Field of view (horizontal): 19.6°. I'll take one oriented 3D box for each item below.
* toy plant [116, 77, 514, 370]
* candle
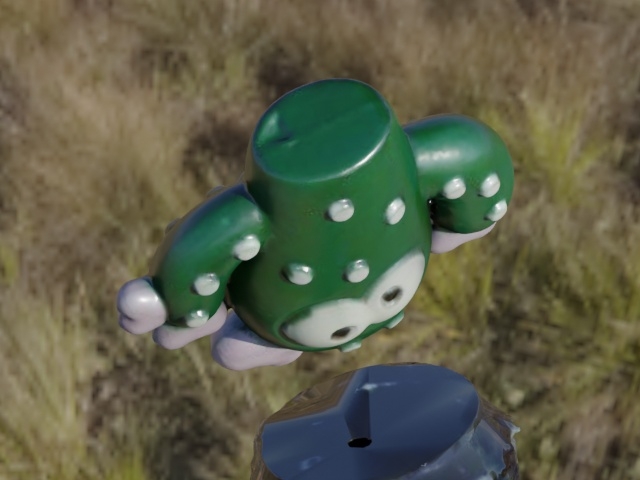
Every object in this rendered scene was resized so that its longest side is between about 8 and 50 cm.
[{"bbox_3d":[0.004,-0.002,1.123,0.232,0.243,0.113,-37,63,14],"label":"toy plant"},{"bbox_3d":[0.068,0.287,1.521,0.221,0.343,0.221,-9,25,4],"label":"candle"}]
